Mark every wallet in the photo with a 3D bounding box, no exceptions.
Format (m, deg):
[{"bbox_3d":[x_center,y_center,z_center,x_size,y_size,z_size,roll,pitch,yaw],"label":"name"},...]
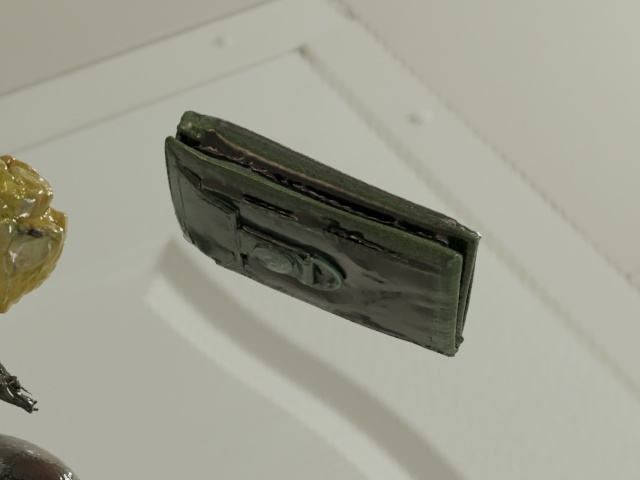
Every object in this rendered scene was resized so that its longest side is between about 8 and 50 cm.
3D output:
[{"bbox_3d":[-0.001,0.002,1.265,0.236,0.055,0.160,25,-28,15],"label":"wallet"}]

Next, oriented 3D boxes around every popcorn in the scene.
[{"bbox_3d":[-0.301,-0.008,1.535,0.152,0.148,0.167,24,-13,42],"label":"popcorn"}]

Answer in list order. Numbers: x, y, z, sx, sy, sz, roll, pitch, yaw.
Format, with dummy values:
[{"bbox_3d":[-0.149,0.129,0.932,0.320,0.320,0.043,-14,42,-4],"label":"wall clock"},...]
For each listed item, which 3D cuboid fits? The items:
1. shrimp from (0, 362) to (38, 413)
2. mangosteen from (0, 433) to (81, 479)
[{"bbox_3d":[-0.417,0.145,1.722,0.262,0.198,0.051,37,-39,-13],"label":"shrimp"},{"bbox_3d":[-0.392,0.369,2.055,0.300,0.300,0.300,50,-27,38],"label":"mangosteen"}]
